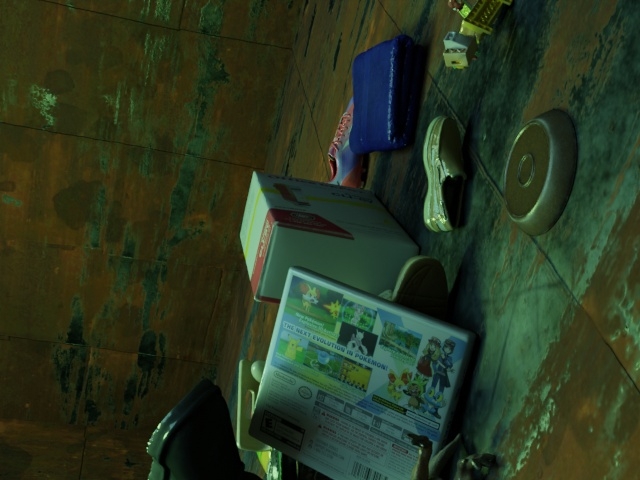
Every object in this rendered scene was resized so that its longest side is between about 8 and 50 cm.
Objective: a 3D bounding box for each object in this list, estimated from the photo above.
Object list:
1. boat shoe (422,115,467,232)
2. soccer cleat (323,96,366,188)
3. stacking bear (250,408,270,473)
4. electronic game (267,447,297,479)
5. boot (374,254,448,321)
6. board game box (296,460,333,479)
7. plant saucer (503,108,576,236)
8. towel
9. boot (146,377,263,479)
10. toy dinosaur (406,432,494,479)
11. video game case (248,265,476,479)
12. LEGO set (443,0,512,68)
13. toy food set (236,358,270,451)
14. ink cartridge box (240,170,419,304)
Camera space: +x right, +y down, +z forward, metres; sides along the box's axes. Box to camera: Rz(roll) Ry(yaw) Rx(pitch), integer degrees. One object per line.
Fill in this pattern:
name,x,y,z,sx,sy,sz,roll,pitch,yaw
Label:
boat shoe,0.210,-0.108,1.408,0.072,0.068,0.190,-179,88,-65
soccer cleat,0.061,-0.229,2.032,0.083,0.095,0.248,144,133,-72
stacking bear,-0.059,0.484,1.975,0.289,0.164,0.175,-111,26,-55
electronic game,-0.077,0.438,1.652,0.229,0.048,0.229,-179,90,-82
boot,0.137,0.117,1.474,0.203,0.095,0.262,-110,22,-66
board game box,0.026,0.347,1.614,0.232,0.141,0.291,-104,16,-59
plant saucer,0.280,-0.090,1.146,0.168,0.029,0.168,-171,90,-76
towel,0.135,-0.297,1.832,0.308,0.076,0.228,-163,75,-77
boot,-0.067,0.445,1.403,0.146,0.445,0.367,-45,-14,-29
toy dinosaur,0.159,0.389,1.167,0.296,0.127,0.200,-94,10,-63
video game case,0.054,0.231,1.373,0.036,0.329,0.300,-1,-72,-58
LEGO set,0.223,-0.351,1.373,0.107,0.132,0.287,102,164,-54
toy food set,-0.053,0.312,1.905,0.306,0.092,0.220,-26,47,28
ink cartridge box,0.000,0.000,1.733,0.385,0.279,0.160,-119,40,-69
